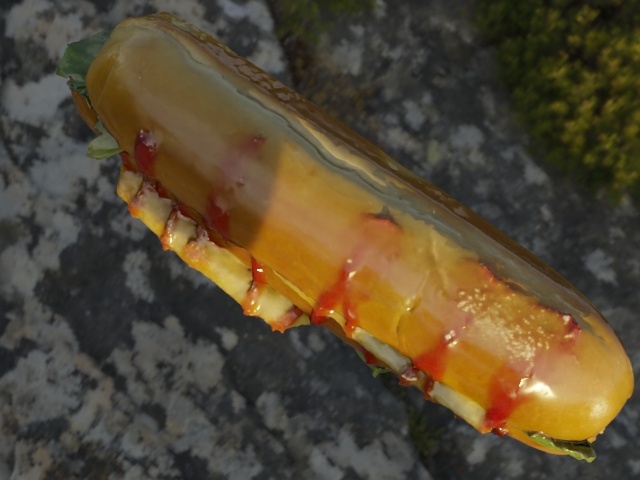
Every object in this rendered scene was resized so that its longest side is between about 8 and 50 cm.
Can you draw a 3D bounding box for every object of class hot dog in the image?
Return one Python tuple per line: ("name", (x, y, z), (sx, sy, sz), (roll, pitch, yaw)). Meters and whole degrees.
("hot dog", (0.000, 0.000, 0.485), (0.250, 0.104, 0.076), (33, 82, 7))
